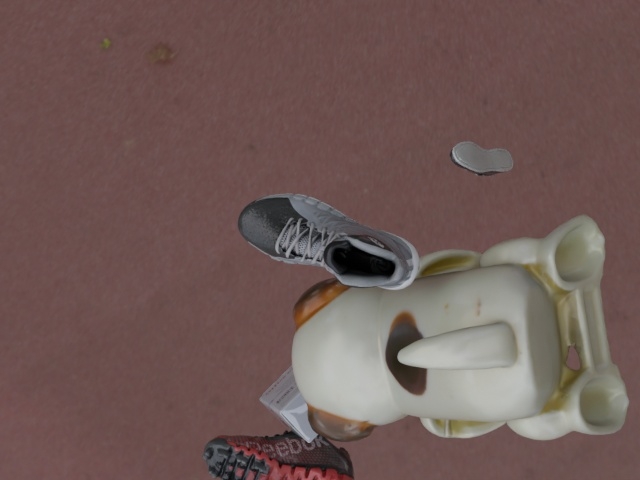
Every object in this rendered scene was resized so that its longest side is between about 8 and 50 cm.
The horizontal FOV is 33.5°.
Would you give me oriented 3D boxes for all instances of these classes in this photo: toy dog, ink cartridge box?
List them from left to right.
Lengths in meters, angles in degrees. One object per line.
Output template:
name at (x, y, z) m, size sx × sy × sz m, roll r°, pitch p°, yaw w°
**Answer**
ink cartridge box at (-0.018, 0.253, 1.762) m, size 0.127 × 0.175 × 0.072 m, roll -44°, pitch 99°, yaw -11°
toy dog at (0.150, 0.159, 1.421) m, size 0.408 × 0.395 × 0.285 m, roll -10°, pitch 97°, yaw 39°

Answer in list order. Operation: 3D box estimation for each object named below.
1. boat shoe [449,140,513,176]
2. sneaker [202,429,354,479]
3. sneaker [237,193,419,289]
boat shoe at (0.222, -0.113, 1.511) m, size 0.038 × 0.125 × 0.046 m, roll -25°, pitch 74°, yaw 44°
sneaker at (-0.063, 0.369, 1.791) m, size 0.276 × 0.135 × 0.098 m, roll 18°, pitch 129°, yaw -12°
sneaker at (0.000, 0.000, 1.233) m, size 0.228 × 0.132 × 0.086 m, roll 15°, pitch 96°, yaw 11°
